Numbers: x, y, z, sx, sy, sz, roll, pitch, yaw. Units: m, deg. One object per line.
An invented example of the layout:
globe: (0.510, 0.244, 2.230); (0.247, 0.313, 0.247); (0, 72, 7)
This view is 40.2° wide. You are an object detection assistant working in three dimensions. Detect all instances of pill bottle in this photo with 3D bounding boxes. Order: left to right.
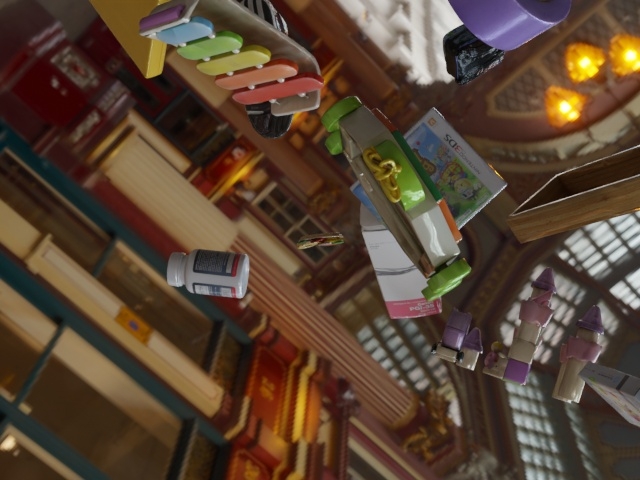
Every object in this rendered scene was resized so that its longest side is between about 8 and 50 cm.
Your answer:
pill bottle: (-0.266, 0.075, 2.079); (0.108, 0.180, 0.107); (6, 90, -86)

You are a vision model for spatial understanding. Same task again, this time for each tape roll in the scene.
tape roll: (0.248, -0.358, 1.180); (0.080, 0.189, 0.189); (-27, -155, 46)

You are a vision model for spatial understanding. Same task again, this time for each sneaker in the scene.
sneaker: (-0.094, -0.358, 1.784); (0.107, 0.281, 0.162); (-2, -161, 12)

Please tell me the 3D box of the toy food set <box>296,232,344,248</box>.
toy food set: (0.000, 0.000, 1.548); (0.083, 0.020, 0.082); (-5, 176, -13)

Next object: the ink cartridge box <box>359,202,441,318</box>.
ink cartridge box: (0.168, -0.007, 1.780); (0.117, 0.283, 0.207); (-7, -133, 13)

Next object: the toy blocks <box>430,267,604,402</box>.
toy blocks: (0.424, 0.167, 1.818); (0.288, 0.309, 0.260); (40, 68, -75)

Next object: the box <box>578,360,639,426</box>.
box: (0.549, 0.281, 1.516); (0.038, 0.145, 0.186); (-49, -169, -5)

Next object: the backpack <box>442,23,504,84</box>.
backpack: (0.303, -0.384, 1.748); (0.114, 0.105, 0.084); (-28, -128, -6)

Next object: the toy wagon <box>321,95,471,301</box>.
toy wagon: (0.098, -0.058, 1.104); (0.068, 0.267, 0.344); (-32, 171, -2)

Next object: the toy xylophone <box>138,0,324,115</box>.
toy xylophone: (-0.151, -0.302, 1.426); (0.236, 0.323, 0.081); (-7, -114, 51)

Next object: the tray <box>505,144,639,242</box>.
tray: (0.588, -0.108, 1.792); (0.203, 0.076, 0.411); (-37, -173, -29)

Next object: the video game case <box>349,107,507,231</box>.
video game case: (0.193, -0.098, 1.582); (0.212, 0.193, 0.023); (-44, 176, 12)

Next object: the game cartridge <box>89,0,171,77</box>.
game cartridge: (-0.385, -0.519, 1.681); (0.053, 0.323, 0.285); (-29, 163, -29)
